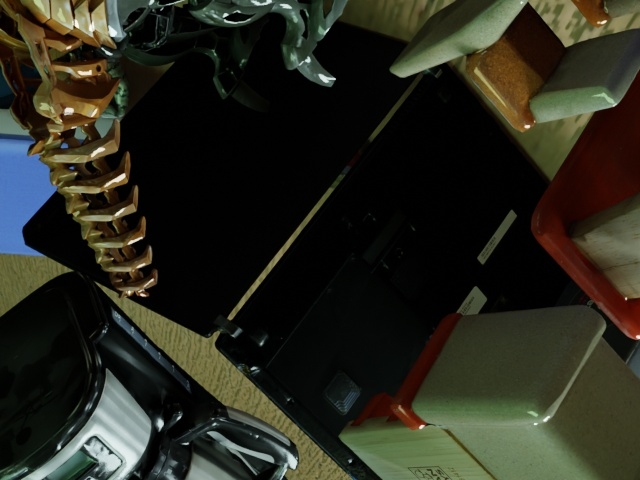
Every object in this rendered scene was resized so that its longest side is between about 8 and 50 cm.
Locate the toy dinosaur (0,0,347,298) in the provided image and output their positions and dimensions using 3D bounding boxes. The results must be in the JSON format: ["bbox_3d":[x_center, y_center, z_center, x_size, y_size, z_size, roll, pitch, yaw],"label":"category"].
[{"bbox_3d":[-0.111,-0.143,0.608,0.164,0.218,0.322,30,117,52],"label":"toy dinosaur"}]

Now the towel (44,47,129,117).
[{"bbox_3d":[-0.257,-0.255,0.737,0.312,0.056,0.324,44,170,51],"label":"towel"}]

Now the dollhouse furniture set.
[{"bbox_3d":[0.130,0.005,0.513,0.262,0.259,0.135,45,151,-15],"label":"dollhouse furniture set"}]

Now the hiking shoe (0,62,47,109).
[{"bbox_3d":[-0.344,-0.193,0.957,0.304,0.113,0.132,30,166,16],"label":"hiking shoe"}]

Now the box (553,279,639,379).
[{"bbox_3d":[0.163,0.118,0.778,0.143,0.165,0.270,45,155,-16],"label":"box"}]

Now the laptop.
[{"bbox_3d":[0.000,0.000,0.708,0.264,0.234,0.136,46,155,-20],"label":"laptop"}]

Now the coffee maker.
[{"bbox_3d":[-0.117,0.111,0.629,0.171,0.120,0.178,18,154,50],"label":"coffee maker"}]

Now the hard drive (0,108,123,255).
[{"bbox_3d":[-0.216,-0.041,0.962,0.319,0.040,0.210,4,154,-4],"label":"hard drive"}]

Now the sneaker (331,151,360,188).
[{"bbox_3d":[0.000,-0.077,0.819,0.118,0.067,0.042,15,165,-29],"label":"sneaker"}]
